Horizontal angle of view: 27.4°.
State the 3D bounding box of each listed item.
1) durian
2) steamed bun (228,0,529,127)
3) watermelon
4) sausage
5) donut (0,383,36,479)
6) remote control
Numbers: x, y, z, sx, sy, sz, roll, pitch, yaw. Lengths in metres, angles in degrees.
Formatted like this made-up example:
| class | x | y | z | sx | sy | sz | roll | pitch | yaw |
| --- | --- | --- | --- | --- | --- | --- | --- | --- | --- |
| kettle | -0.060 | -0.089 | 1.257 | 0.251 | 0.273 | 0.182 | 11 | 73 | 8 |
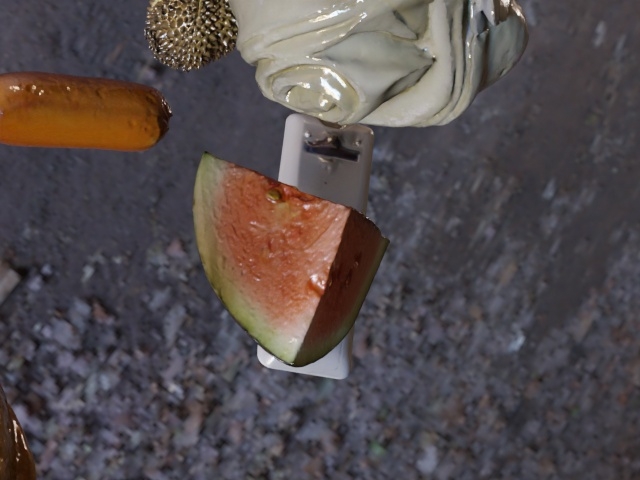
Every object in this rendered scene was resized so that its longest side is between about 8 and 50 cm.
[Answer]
| class | x | y | z | sx | sy | sz | roll | pitch | yaw |
| --- | --- | --- | --- | --- | --- | --- | --- | --- | --- |
| durian | -0.142 | -0.210 | 1.320 | 0.071 | 0.110 | 0.140 | -53 | -177 | -24 |
| steamed bun | 0.028 | -0.148 | 0.942 | 0.218 | 0.211 | 0.144 | 53 | 52 | -54 |
| watermelon | -0.038 | 0.005 | 1.095 | 0.193 | 0.145 | 0.137 | -50 | 154 | -51 |
| sausage | -0.247 | -0.130 | 1.340 | 0.197 | 0.076 | 0.076 | 2 | 118 | -23 |
| donut | -0.290 | 0.140 | 0.790 | 0.226 | 0.226 | 0.114 | -46 | 168 | -21 |
| remote control | 0.000 | 0.000 | 1.511 | 0.055 | 0.109 | 0.313 | 129 | -31 | -69 |
